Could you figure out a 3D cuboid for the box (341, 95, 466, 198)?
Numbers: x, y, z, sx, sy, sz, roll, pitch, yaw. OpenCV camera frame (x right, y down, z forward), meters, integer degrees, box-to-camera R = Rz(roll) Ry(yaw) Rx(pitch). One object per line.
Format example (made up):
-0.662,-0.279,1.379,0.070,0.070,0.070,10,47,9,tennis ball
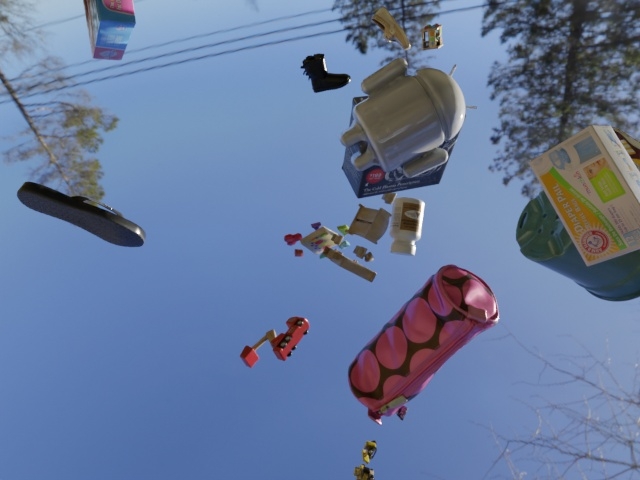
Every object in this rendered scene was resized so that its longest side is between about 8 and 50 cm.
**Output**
0.277,-0.340,1.508,0.343,0.312,0.178,-12,-127,-14,box

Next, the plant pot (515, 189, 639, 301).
0.851,-0.008,1.380,0.334,0.341,0.341,17,-144,-16,plant pot

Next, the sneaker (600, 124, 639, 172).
0.816,-0.246,1.179,0.185,0.069,0.084,38,-93,22,sneaker

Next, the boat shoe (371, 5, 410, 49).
0.224,-0.666,1.368,0.059,0.063,0.170,-34,-106,10,boat shoe

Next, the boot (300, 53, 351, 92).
0.014,-0.463,1.168,0.121,0.099,0.045,-8,-129,17,boot

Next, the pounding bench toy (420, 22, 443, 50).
0.343,-0.622,1.296,0.052,0.065,0.083,8,-144,31,pounding bench toy

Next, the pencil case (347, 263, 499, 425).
0.121,0.129,0.521,0.095,0.209,0.098,32,-153,-2,pencil case

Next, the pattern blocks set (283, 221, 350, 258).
0.000,0.000,1.952,0.286,0.325,0.026,-22,-118,8,pattern blocks set

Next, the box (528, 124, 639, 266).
0.462,-0.075,0.708,0.103,0.114,0.203,-12,-107,-41,box

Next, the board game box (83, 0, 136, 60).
-0.450,-0.567,0.872,0.064,0.316,0.242,-10,-171,-30,board game box

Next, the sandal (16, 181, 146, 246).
-0.486,-0.062,0.895,0.097,0.255,0.054,-39,-150,48,sandal

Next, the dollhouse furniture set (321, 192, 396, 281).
0.204,-0.028,1.822,0.355,0.174,0.303,-62,-156,-1,dollhouse furniture set

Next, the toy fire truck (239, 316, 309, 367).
-0.134,0.301,1.279,0.135,0.047,0.192,3,-140,39,toy fire truck

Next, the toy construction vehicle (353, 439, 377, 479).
0.088,0.488,0.912,0.035,0.098,0.086,22,-163,-2,toy construction vehicle

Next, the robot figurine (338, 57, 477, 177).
0.225,-0.314,1.127,0.354,0.299,0.199,-29,-160,8,robot figurine

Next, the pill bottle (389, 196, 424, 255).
0.355,-0.056,1.782,0.131,0.131,0.229,6,-96,25,pill bottle
